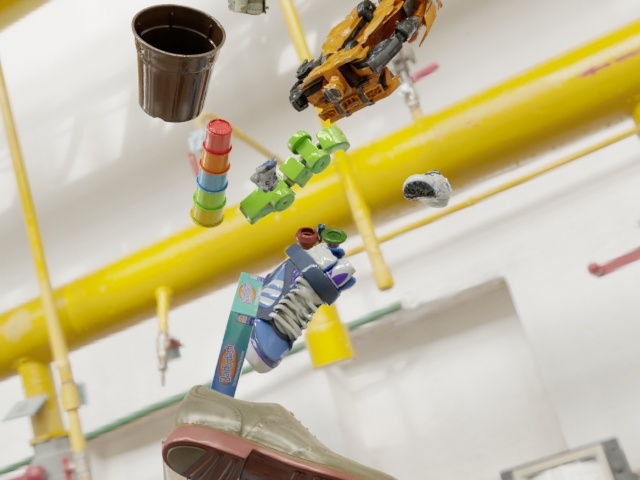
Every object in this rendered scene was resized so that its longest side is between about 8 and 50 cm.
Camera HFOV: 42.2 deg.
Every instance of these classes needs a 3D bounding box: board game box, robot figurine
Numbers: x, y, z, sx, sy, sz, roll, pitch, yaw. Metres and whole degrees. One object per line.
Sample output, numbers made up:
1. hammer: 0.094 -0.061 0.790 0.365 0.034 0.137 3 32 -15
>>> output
1. board game box: -0.151 0.183 1.467 0.047 0.210 0.160 15 20 -4
2. robot figurine: 0.071 -0.269 1.160 0.211 0.085 0.291 -20 30 39

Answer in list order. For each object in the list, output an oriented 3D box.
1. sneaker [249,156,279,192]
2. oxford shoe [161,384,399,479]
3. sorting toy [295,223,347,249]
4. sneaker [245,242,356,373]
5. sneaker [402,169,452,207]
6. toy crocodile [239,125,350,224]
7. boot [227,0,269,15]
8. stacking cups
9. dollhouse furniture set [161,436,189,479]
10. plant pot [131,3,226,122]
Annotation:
1. sneaker: -0.111 -0.141 1.824 0.052 0.058 0.135 -36 -2 -18
2. oxford shoe: -0.032 0.284 1.127 0.348 0.130 0.123 23 -49 -12
3. sorting toy: 0.000 0.000 1.629 0.102 0.061 0.042 6 -58 -1
4. sneaker: -0.037 0.120 1.753 0.236 0.130 0.323 -30 21 23
5. sneaker: 0.251 -0.131 1.957 0.085 0.086 0.237 -1 -6 22
6. toy crocodile: -0.070 -0.171 2.155 0.340 0.115 0.105 -45 -29 2
7. boot: -0.113 -0.500 1.531 0.077 0.165 0.213 -4 14 -32
8. stacking cups: -0.268 -0.173 2.118 0.096 0.096 0.316 -9 -40 -26
9. dollhouse furniture set: -0.193 0.579 1.895 0.303 0.286 0.198 -6 25 -16
10. plant pot: -0.267 -0.317 1.519 0.167 0.167 0.165 -9 -40 -26
